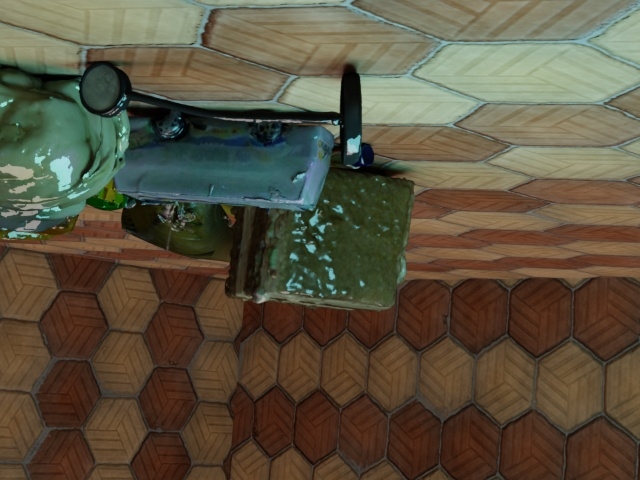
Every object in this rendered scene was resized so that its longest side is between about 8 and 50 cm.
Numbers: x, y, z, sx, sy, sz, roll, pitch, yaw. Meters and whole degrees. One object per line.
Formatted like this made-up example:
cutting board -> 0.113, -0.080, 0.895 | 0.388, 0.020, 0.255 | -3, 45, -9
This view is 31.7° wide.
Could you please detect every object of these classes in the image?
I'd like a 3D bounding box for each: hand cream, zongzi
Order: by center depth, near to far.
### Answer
hand cream -> 0.015, -0.133, 1.812 | 0.163, 0.039, 0.062 | 1, -172, 43
zongzi -> -0.204, -0.032, 2.106 | 0.300, 0.145, 0.274 | 28, 165, -21

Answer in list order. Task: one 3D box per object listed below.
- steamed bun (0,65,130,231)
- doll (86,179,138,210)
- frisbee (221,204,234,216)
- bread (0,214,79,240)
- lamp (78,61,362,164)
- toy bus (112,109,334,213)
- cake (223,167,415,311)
steamed bun -> -0.415, -0.114, 1.553 | 0.268, 0.207, 0.280 | 10, 173, -39
doll -> -0.389, -0.112, 1.966 | 0.134, 0.106, 0.186 | 15, 175, 13
frisbee -> -0.164, -0.074, 2.222 | 0.236, 0.017, 0.236 | 21, 169, 4
bread -> -0.545, -0.105, 1.789 | 0.344, 0.195, 0.149 | 10, 166, -19
lamp -> -0.113, -0.157, 1.402 | 0.371, 0.130, 0.108 | 1, -179, 19
toy bus -> -0.143, -0.116, 1.636 | 0.317, 0.137, 0.112 | 5, 175, 16
cake -> 0.000, 0.000, 1.995 | 0.282, 0.255, 0.290 | 8, 179, -25
